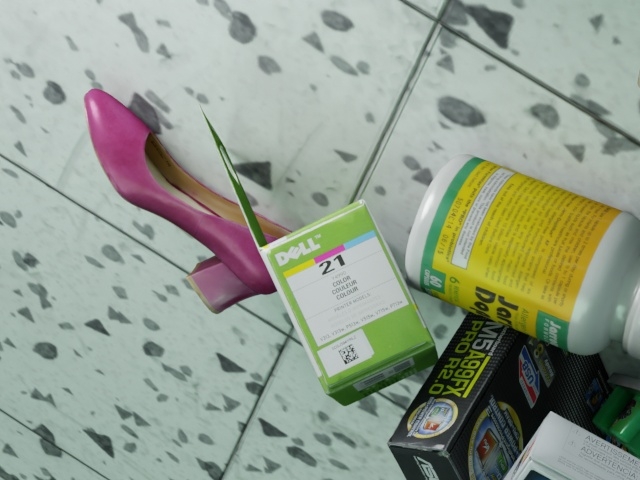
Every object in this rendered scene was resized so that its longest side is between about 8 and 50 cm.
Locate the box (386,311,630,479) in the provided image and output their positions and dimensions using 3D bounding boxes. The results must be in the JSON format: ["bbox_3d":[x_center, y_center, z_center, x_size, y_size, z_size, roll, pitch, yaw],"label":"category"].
[{"bbox_3d":[0.175,0.185,1.561,0.060,0.216,0.270,3,133,38],"label":"box"}]

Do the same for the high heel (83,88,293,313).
[{"bbox_3d":[-0.109,-0.050,1.666,0.117,0.082,0.244,-28,101,22],"label":"high heel"}]

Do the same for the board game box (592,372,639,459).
[{"bbox_3d":[0.409,0.252,1.424,0.390,0.050,0.390,39,175,-6],"label":"board game box"}]

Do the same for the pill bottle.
[{"bbox_3d":[0.181,0.019,1.443,0.208,0.117,0.117,22,143,18],"label":"pill bottle"}]

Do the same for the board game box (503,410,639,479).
[{"bbox_3d":[0.199,0.268,1.416,0.193,0.053,0.305,29,141,4],"label":"board game box"}]

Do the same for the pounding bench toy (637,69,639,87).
[{"bbox_3d":[0.255,-0.122,1.241,0.065,0.083,0.052,22,143,20],"label":"pounding bench toy"}]

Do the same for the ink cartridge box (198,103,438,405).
[{"bbox_3d":[0.000,0.000,1.541,0.189,0.097,0.255,61,-176,-81],"label":"ink cartridge box"}]
